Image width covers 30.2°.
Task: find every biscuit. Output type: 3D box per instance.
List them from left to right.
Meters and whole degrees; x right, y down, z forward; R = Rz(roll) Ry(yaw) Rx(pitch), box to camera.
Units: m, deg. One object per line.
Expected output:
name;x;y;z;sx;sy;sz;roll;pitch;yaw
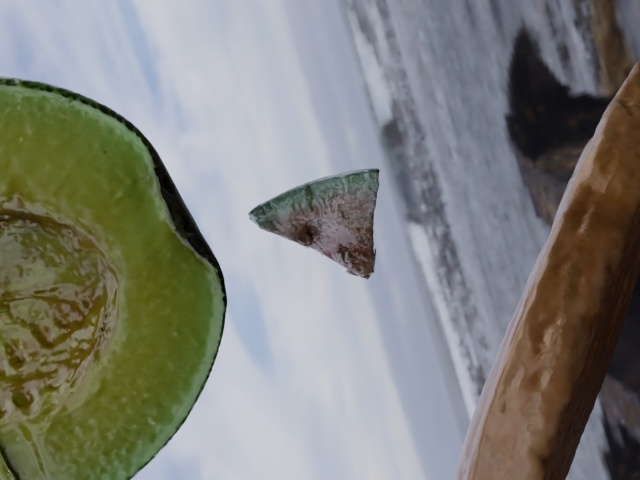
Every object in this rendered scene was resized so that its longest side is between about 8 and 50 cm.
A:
biscuit;0.191;0.063;0.898;0.349;0.078;0.455;97;-160;-44

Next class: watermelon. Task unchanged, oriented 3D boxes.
watermelon;-0.001;-0.010;0.904;0.155;0.101;0.080;-74;-25;-86

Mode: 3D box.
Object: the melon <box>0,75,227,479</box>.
melon;-0.153;0.013;0.698;0.265;0.169;0.129;64;177;-10
